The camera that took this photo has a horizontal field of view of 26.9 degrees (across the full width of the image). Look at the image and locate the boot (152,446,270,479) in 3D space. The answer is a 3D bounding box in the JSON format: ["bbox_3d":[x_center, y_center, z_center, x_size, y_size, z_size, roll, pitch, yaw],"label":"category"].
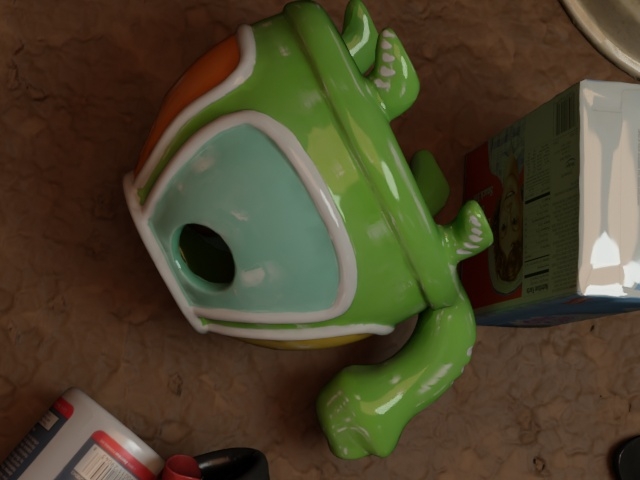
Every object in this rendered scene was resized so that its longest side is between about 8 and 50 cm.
[{"bbox_3d":[-0.133,0.254,0.985,0.244,0.088,0.176,-29,124,-20],"label":"boot"}]

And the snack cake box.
[{"bbox_3d":[0.188,-0.017,1.033,0.089,0.264,0.152,3,82,-12],"label":"snack cake box"}]

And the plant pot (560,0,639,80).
[{"bbox_3d":[0.384,-0.312,1.092,0.333,0.305,0.334,2,82,-11],"label":"plant pot"}]

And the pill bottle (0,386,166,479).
[{"bbox_3d":[-0.205,0.210,1.004,0.108,0.108,0.180,41,77,-4],"label":"pill bottle"}]

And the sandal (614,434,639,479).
[{"bbox_3d":[0.328,0.230,1.145,0.179,0.040,0.067,43,77,-4],"label":"sandal"}]

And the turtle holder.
[{"bbox_3d":[-0.007,-0.015,1.034,0.227,0.243,0.320,-27,129,1],"label":"turtle holder"}]
